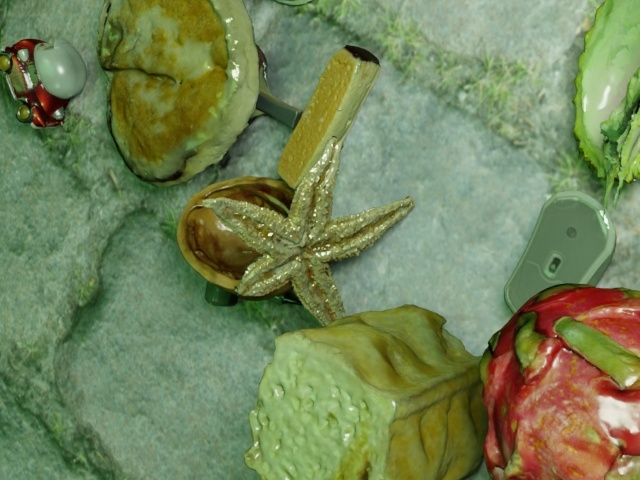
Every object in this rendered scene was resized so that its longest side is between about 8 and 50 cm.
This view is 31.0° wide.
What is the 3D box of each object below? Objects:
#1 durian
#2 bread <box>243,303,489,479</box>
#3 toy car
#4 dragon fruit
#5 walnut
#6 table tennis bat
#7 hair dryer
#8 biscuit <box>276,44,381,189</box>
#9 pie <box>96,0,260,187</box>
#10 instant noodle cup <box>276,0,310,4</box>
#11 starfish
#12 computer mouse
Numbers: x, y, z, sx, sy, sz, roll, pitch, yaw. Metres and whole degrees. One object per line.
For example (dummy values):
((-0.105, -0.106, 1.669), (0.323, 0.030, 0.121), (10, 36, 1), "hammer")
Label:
((0.328, -0.197, 1.069), (0.158, 0.169, 0.352), (37, 144, 8), "durian")
((0.058, 0.191, 1.266), (0.196, 0.252, 0.238), (7, 92, 37), "bread")
((-0.403, -0.243, 1.729), (0.112, 0.112, 0.139), (-16, 91, 22), "toy car")
((0.280, 0.167, 1.087), (0.303, 0.237, 0.231), (-140, 52, -59), "dragon fruit")
((-0.080, 0.005, 1.464), (0.211, 0.087, 0.167), (31, 71, 38), "walnut")
((-0.102, -0.200, 1.533), (0.220, 0.019, 0.130), (32, 110, 35), "table tennis bat")
((-0.082, 0.063, 1.517), (0.150, 0.047, 0.071), (17, 104, 26), "hair dryer")
((0.012, -0.149, 1.420), (0.052, 0.056, 0.188), (42, 114, 28), "biscuit")
((-0.203, -0.240, 1.559), (0.339, 0.077, 0.339), (-1, 89, 46), "pie")
((-0.071, -0.398, 1.421), (0.205, 0.153, 0.204), (2, 94, 39), "instant noodle cup")
((0.003, 0.002, 1.340), (0.231, 0.295, 0.048), (-42, 33, -1), "starfish")
((0.257, 0.029, 1.227), (0.089, 0.056, 0.181), (40, 121, 30), "computer mouse")
